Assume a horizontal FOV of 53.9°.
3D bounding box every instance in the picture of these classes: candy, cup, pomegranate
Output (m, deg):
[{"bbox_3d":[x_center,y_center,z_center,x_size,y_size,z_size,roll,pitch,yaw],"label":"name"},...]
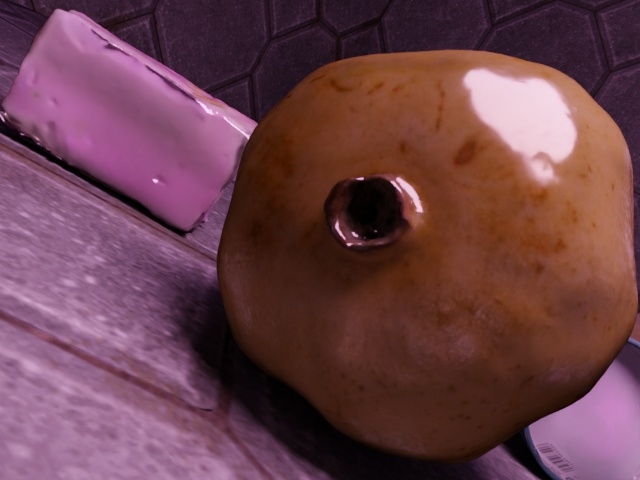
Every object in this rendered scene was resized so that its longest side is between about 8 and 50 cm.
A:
[{"bbox_3d":[-0.217,-0.137,0.737,0.265,0.155,0.116,31,6,-6],"label":"candy"},{"bbox_3d":[0.294,0.182,0.720,0.300,0.167,0.173,7,-3,7],"label":"cup"},{"bbox_3d":[0.080,0.000,0.502,0.333,0.332,0.332,31,9,-5],"label":"pomegranate"}]

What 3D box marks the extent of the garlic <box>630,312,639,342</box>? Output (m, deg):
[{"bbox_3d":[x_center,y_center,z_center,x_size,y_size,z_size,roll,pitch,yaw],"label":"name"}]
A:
[{"bbox_3d":[0.576,0.268,1.181,0.246,0.231,0.340,-17,22,-21],"label":"garlic"}]
